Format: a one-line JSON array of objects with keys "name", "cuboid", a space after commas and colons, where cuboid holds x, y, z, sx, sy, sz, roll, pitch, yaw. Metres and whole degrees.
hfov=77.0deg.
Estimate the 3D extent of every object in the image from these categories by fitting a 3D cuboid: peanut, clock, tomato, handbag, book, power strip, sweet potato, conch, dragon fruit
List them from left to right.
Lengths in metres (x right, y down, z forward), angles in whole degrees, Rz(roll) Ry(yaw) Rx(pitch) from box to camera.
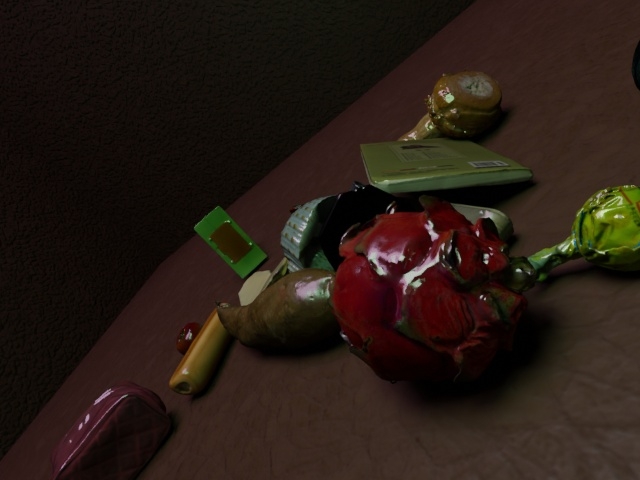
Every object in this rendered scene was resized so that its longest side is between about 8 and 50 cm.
[{"name": "handbag", "cuboid": [-0.418, 0.403, 0.807, 0.225, 0.146, 0.135, -53, 24, -23]}, {"name": "tomato", "cuboid": [-0.336, 0.263, 1.062, 0.087, 0.075, 0.087, -36, 34, 30]}, {"name": "clock", "cuboid": [-0.297, -0.006, 1.364, 0.106, 0.220, 0.255, -43, 11, -3]}, {"name": "sweet potato", "cuboid": [-0.085, 0.139, 0.750, 0.423, 0.130, 0.130, -22, 27, 49]}, {"name": "conch", "cuboid": [-0.008, 0.002, 0.798, 0.131, 0.172, 0.200, 1, 57, 48]}, {"name": "dragon fruit", "cuboid": [0.100, 0.057, 0.456, 0.193, 0.192, 0.274, -30, 8, -40]}, {"name": "power strip", "cuboid": [0.164, -0.024, 0.700, 0.092, 0.066, 0.387, -51, 21, -4]}, {"name": "peanut", "cuboid": [0.249, -0.247, 0.982, 0.193, 0.089, 0.089, -42, 18, 15]}, {"name": "book", "cuboid": [0.201, -0.151, 0.752, 0.239, 0.035, 0.352, -5, 21, 4]}]

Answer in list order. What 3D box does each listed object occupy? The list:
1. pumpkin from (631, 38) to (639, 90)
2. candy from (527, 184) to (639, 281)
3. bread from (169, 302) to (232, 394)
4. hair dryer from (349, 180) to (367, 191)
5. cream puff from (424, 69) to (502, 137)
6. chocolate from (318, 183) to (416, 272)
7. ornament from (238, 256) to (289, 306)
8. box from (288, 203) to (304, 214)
[{"name": "pumpkin", "cuboid": [0.457, -0.226, 0.428, 0.202, 0.140, 0.202, -34, 21, 15]}, {"name": "candy", "cuboid": [0.238, 0.027, 0.451, 0.262, 0.073, 0.077, -34, 44, 43]}, {"name": "bread", "cuboid": [-0.258, 0.247, 0.934, 0.092, 0.074, 0.239, -44, 14, 33]}, {"name": "hair dryer", "cuboid": [0.073, -0.068, 0.931, 0.173, 0.050, 0.195, -64, -2, 25]}, {"name": "cream puff", "cuboid": [0.304, -0.286, 0.865, 0.115, 0.165, 0.150, 109, 167, -57]}, {"name": "chocolate", "cuboid": [0.073, -0.011, 0.634, 0.156, 0.156, 0.133, -41, 9, 5]}, {"name": "ornament", "cuboid": [-0.147, 0.131, 1.003, 0.201, 0.059, 0.180, -28, 25, 45]}, {"name": "box", "cuboid": [-0.065, -0.091, 1.318, 0.023, 0.051, 0.082, -49, 20, -22]}]
